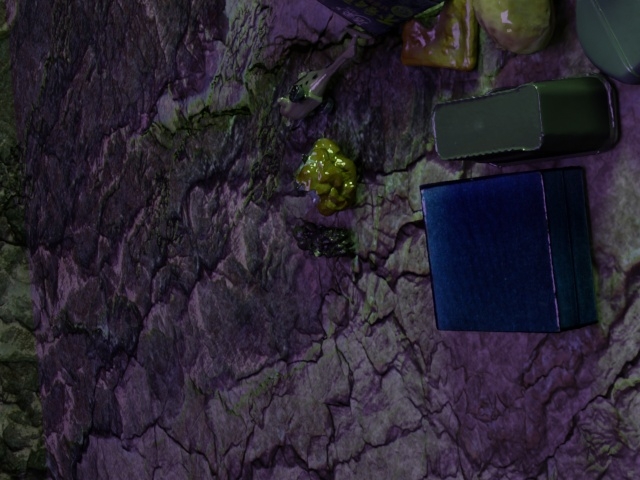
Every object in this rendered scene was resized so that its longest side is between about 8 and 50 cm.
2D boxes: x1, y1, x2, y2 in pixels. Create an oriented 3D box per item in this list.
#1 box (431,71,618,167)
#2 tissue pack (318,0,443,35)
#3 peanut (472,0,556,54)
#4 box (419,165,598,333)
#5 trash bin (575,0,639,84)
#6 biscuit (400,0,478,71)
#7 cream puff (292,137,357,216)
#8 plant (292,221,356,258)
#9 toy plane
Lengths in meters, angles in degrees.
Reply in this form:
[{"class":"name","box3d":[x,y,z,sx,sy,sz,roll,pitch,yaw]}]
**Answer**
[{"class":"box","box3d":[0.312,-0.191,1.645,0.274,0.178,0.138,-5,92,50]},{"class":"tissue pack","box3d":[0.103,-0.459,1.835,0.235,0.173,0.073,-12,55,61]},{"class":"peanut","box3d":[0.306,-0.402,1.657,0.129,0.129,0.224,-20,74,51]},{"class":"box","box3d":[0.310,0.019,1.730,0.279,0.116,0.261,-4,94,51]},{"class":"trash bin","box3d":[0.476,-0.334,1.463,0.236,0.101,0.176,-45,58,51]},{"class":"biscuit","box3d":[0.214,-0.389,1.840,0.183,0.039,0.174,11,106,49]},{"class":"cream puff","box3d":[0.015,-0.126,2.080,0.121,0.156,0.156,-41,55,-2]},{"class":"plant","box3d":[0.000,0.000,2.146,0.174,0.085,0.087,16,69,52]},{"class":"toy plane","box3d":[0.001,-0.328,2.087,0.286,0.092,0.108,-35,44,50]}]
